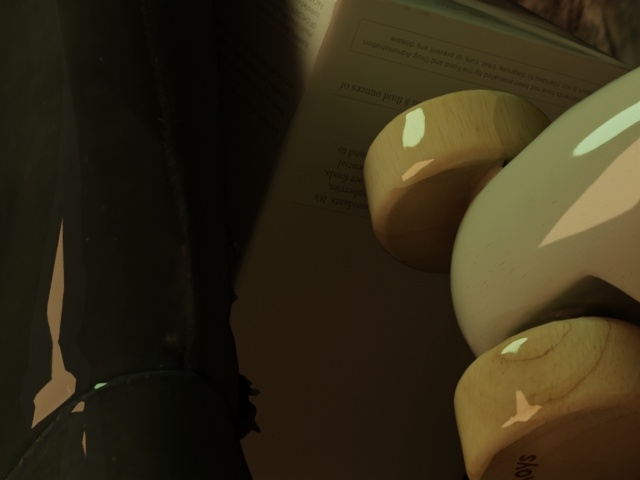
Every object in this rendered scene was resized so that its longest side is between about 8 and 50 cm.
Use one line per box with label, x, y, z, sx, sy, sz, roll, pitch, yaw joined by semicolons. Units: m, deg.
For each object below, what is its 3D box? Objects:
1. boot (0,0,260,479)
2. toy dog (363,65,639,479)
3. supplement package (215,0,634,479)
boot;-0.147;0.052;0.609;0.367;0.146;0.445;-40;51;39
toy dog;0.173;-0.020;0.468;0.334;0.161;0.220;-18;61;42
supplement package;0.000;0.000;0.700;0.175;0.177;0.293;48;122;54
